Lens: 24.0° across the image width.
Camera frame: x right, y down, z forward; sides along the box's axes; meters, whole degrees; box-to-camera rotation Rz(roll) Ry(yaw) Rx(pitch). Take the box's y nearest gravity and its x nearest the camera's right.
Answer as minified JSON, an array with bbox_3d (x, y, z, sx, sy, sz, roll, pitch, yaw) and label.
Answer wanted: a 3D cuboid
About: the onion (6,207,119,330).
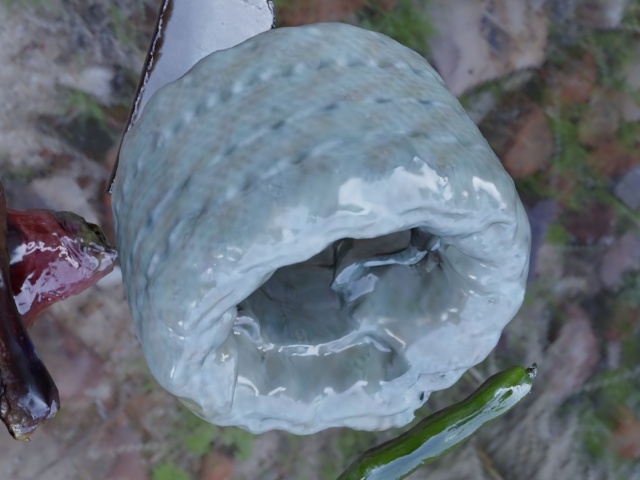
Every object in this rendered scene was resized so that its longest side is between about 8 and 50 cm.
[{"bbox_3d":[-0.370,0.061,1.296,0.420,0.398,0.398,-13,141,-6],"label":"onion"}]

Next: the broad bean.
[{"bbox_3d":[0.118,0.197,1.530,0.254,0.046,0.065,-31,-177,-3],"label":"broad bean"}]

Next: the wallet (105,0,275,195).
[{"bbox_3d":[-0.125,-0.147,1.547,0.137,0.031,0.255,19,81,-24],"label":"wallet"}]

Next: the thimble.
[{"bbox_3d":[0.000,0.000,1.112,0.291,0.195,0.291,-14,140,-12],"label":"thimble"}]

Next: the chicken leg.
[{"bbox_3d":[-0.286,-0.045,1.103,0.096,0.407,0.158,-28,180,6],"label":"chicken leg"}]
